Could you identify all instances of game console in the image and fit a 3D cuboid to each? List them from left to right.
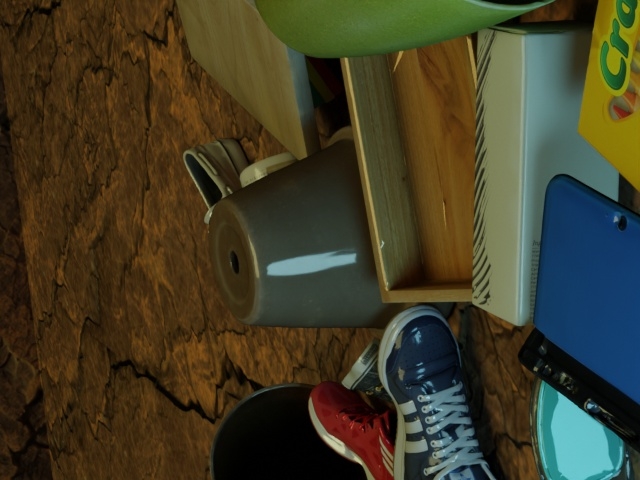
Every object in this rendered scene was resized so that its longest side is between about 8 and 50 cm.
[{"bbox_3d":[0.315,0.103,1.487,0.173,0.250,0.293,-59,34,6],"label":"game console"}]

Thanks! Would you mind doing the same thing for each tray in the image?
[{"bbox_3d":[0.121,-0.143,1.824,0.203,0.076,0.411,-4,98,51],"label":"tray"}]

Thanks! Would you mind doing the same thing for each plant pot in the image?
[{"bbox_3d":[-0.036,0.333,2.346,0.230,0.215,0.215,91,157,-64],"label":"plant pot"},{"bbox_3d":[0.000,0.000,2.028,0.263,0.229,0.263,169,90,-67],"label":"plant pot"},{"bbox_3d":[0.063,-0.287,1.623,0.293,0.275,0.275,-28,75,55],"label":"plant pot"}]

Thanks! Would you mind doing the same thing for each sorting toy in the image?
[{"bbox_3d":[-0.072,-0.260,2.139,0.255,0.089,0.257,45,161,30],"label":"sorting toy"}]

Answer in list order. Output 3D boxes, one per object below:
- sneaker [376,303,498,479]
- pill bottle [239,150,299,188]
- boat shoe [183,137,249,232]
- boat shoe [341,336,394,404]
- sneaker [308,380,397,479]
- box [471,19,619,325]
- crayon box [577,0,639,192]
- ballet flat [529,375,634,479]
[{"bbox_3d":[0.141,0.218,1.974,0.153,0.099,0.282,-128,27,-54],"label":"sneaker"},{"bbox_3d":[-0.027,-0.012,2.225,0.112,0.112,0.186,-38,66,64],"label":"pill bottle"},{"bbox_3d":[-0.122,-0.030,2.467,0.258,0.084,0.095,62,152,32],"label":"boat shoe"},{"bbox_3d":[0.079,0.172,2.143,0.083,0.065,0.183,38,172,4],"label":"boat shoe"},{"bbox_3d":[0.069,0.225,2.171,0.221,0.087,0.128,45,143,31],"label":"sneaker"},{"bbox_3d":[0.211,-0.065,1.634,0.094,0.113,0.275,-154,62,-64],"label":"box"},{"bbox_3d":[0.340,-0.161,1.327,0.313,0.106,0.363,51,146,45],"label":"crayon box"},{"bbox_3d":[0.266,0.246,1.723,0.096,0.095,0.280,90,165,-86],"label":"ballet flat"}]
